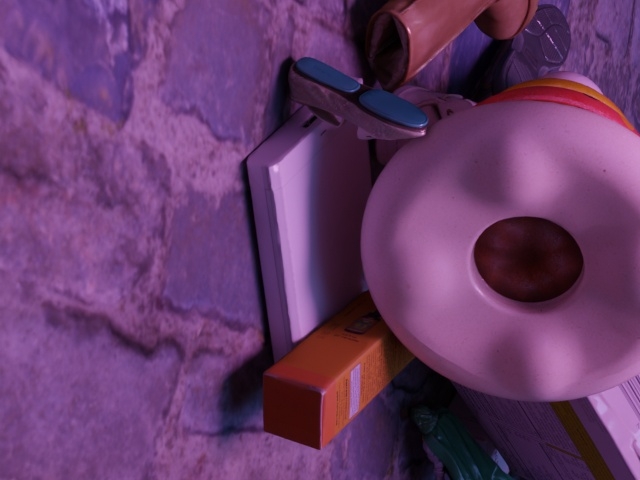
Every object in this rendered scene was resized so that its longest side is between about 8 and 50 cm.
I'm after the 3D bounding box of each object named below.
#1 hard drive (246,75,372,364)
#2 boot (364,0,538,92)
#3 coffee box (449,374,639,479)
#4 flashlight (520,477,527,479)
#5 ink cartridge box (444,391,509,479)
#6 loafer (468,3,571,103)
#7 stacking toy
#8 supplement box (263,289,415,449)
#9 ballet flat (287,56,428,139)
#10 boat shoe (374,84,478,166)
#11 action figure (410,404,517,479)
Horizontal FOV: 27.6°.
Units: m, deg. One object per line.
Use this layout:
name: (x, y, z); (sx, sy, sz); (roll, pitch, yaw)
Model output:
hard drive: (0.000, 0.000, 1.438); (0.203, 0.040, 0.308); (-47, 141, -45)
boot: (0.155, -0.265, 1.552); (0.269, 0.089, 0.236); (-44, 156, -26)
coffee box: (0.396, 0.140, 1.770); (0.337, 0.334, 0.338); (-46, 121, -18)
flashlight: (0.377, 0.307, 2.251); (0.103, 0.103, 0.304); (-54, 147, -36)
ink cartridge box: (0.266, 0.278, 2.034); (0.208, 0.086, 0.153); (-52, 144, -40)
loafer: (0.277, -0.254, 1.849); (0.096, 0.084, 0.267); (56, 41, -16)
stacking toy: (0.255, -0.079, 1.495); (0.480, 0.350, 0.351); (-67, 157, -57)
supplement box: (0.028, 0.135, 1.420); (0.233, 0.078, 0.080); (-37, 133, -51)
ballet flat: (0.038, -0.132, 1.312); (0.057, 0.168, 0.052); (-31, 142, -45)
boat shoe: (0.156, -0.140, 1.615); (0.277, 0.096, 0.098); (-19, 119, -59)
action figure: (0.199, 0.320, 1.872); (0.232, 0.063, 0.137); (55, 42, -21)
